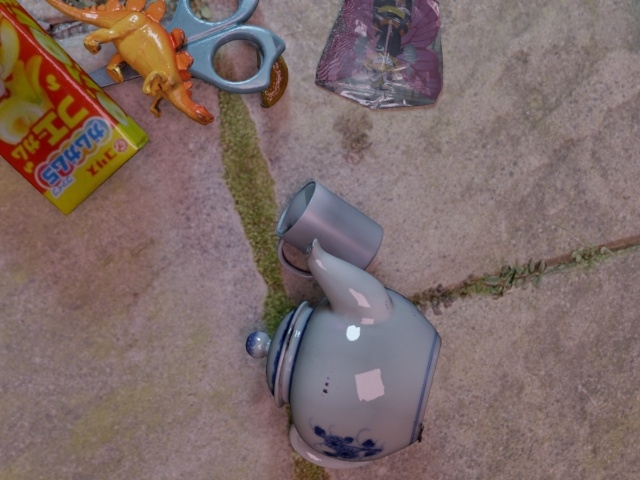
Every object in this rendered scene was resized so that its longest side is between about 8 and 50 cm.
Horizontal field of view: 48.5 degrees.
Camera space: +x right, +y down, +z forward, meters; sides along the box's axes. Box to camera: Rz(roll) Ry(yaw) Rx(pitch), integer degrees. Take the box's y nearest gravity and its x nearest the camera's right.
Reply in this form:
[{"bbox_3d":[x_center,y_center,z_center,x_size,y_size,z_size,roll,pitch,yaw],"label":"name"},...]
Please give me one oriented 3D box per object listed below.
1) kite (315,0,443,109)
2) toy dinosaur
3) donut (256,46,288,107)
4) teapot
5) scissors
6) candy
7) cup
[{"bbox_3d":[0.109,-0.374,1.051,0.204,0.022,0.360,4,100,-16],"label":"kite"},{"bbox_3d":[-0.238,-0.263,0.926,0.288,0.070,0.117,43,75,-2],"label":"toy dinosaur"},{"bbox_3d":[-0.075,-0.236,1.018,0.067,0.038,0.083,26,91,-21],"label":"donut"},{"bbox_3d":[0.023,0.182,1.026,0.280,0.252,0.423,12,125,12],"label":"teapot"},{"bbox_3d":[-0.231,-0.247,0.972,0.361,0.029,0.191,-22,88,-2],"label":"scissors"},{"bbox_3d":[-0.370,-0.180,0.905,0.146,0.088,0.276,-39,107,8],"label":"candy"},{"bbox_3d":[0.004,-0.009,1.063,0.133,0.136,0.099,32,57,-18],"label":"cup"}]
